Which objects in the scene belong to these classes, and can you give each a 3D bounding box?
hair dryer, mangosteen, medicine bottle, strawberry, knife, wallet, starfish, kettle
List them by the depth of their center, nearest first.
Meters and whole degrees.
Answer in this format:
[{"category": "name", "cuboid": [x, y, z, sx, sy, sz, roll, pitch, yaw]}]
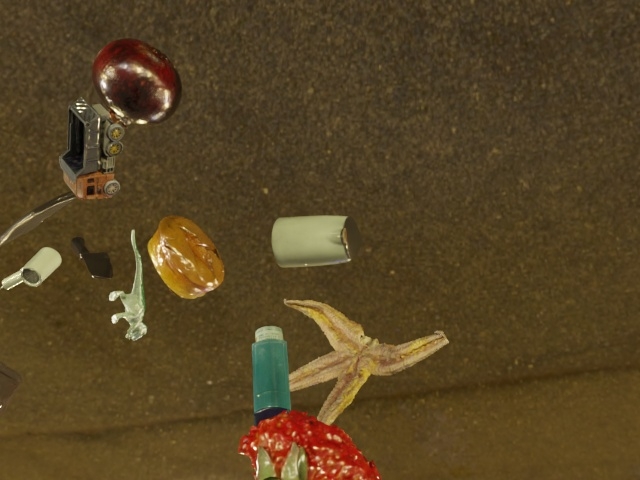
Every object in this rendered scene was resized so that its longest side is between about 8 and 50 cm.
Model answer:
[{"category": "strawberry", "cuboid": [0.003, 0.273, 0.879, 0.106, 0.286, 0.188, -41, 89, 3]}, {"category": "hair dryer", "cuboid": [-0.469, 0.056, 1.123, 0.124, 0.063, 0.038, -24, 111, 24]}, {"category": "knife", "cuboid": [-0.466, 0.038, 1.477, 0.060, 0.230, 0.028, -9, 113, -27]}, {"category": "medicine bottle", "cuboid": [-0.105, 0.302, 1.519, 0.079, 0.258, 0.124, -6, 145, 0]}, {"category": "wallet", "cuboid": [-0.635, -0.046, 1.570, 0.244, 0.124, 0.025, -22, 102, 43]}, {"category": "starfish", "cuboid": [0.046, 0.281, 1.672, 0.384, 0.398, 0.132, -47, 139, -8]}, {"category": "mangosteen", "cuboid": [-0.478, -0.369, 1.807, 0.235, 0.235, 0.261, 34, 101, -31]}, {"category": "kettle", "cuboid": [0.000, 0.000, 2.302, 0.255, 0.165, 0.240, -5, 173, 20]}]

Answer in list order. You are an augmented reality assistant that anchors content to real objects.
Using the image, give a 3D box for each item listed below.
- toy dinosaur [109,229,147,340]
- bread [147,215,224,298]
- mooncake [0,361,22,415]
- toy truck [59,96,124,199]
[{"category": "toy dinosaur", "cuboid": [-0.567, 0.164, 2.084, 0.076, 0.129, 0.383, 27, 128, 24]}, {"category": "bread", "cuboid": [-0.416, 0.050, 2.224, 0.142, 0.195, 0.270, -43, 77, 31]}, {"category": "mooncake", "cuboid": [-0.797, 0.391, 1.644, 0.133, 0.245, 0.245, 35, 135, -4]}, {"category": "toy truck", "cuboid": [-0.436, -0.169, 1.357, 0.092, 0.083, 0.192, -17, 136, -38]}]
